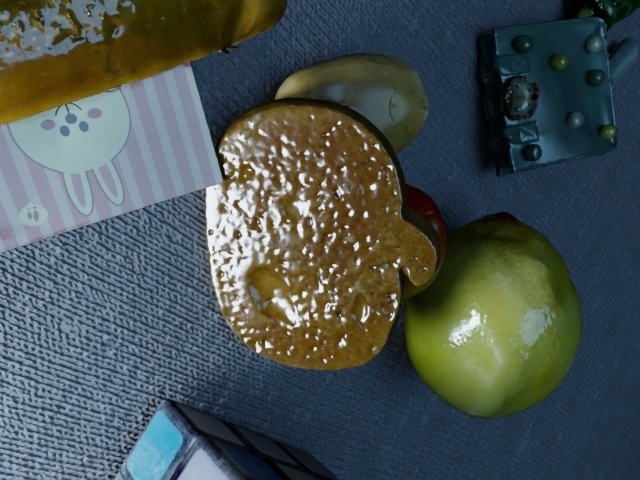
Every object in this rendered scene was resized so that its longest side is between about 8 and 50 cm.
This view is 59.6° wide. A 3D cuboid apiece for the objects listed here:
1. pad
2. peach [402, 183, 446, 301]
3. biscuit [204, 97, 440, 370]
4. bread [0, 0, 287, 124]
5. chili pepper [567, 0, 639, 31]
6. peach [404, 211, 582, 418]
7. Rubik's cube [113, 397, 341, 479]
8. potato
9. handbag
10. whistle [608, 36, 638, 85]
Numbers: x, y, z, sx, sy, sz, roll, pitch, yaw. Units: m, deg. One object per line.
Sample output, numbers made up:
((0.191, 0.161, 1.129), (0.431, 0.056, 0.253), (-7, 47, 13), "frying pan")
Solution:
((-0.273, -0.116, 0.627), (0.299, 0.005, 0.202), (-20, 109, -22), "pad")
((0.098, -0.002, 0.852), (0.190, 0.190, 0.193), (-6, 103, -35), "peach")
((0.000, 0.000, 0.742), (0.063, 0.313, 0.368), (-59, 150, -70), "biscuit")
((-0.219, -0.230, 0.468), (0.336, 0.328, 0.148), (-29, 128, -24), "bread")
((0.596, -0.502, 1.151), (0.270, 0.099, 0.136), (-40, 147, -28), "chili pepper")
((0.285, 0.128, 0.959), (0.281, 0.314, 0.316), (3, 131, -2), "peach")
((-0.098, 0.470, 0.724), (0.362, 0.363, 0.359), (36, 82, -35), "Rubik's cube")
((0.042, -0.177, 0.797), (0.233, 0.146, 0.151), (-12, 78, -13), "potato")
((0.437, -0.271, 1.046), (0.274, 0.100, 0.269), (-13, 100, -22), "handbag")
((0.598, -0.338, 1.213), (0.312, 0.062, 0.062), (-42, 122, -21), "whistle")
